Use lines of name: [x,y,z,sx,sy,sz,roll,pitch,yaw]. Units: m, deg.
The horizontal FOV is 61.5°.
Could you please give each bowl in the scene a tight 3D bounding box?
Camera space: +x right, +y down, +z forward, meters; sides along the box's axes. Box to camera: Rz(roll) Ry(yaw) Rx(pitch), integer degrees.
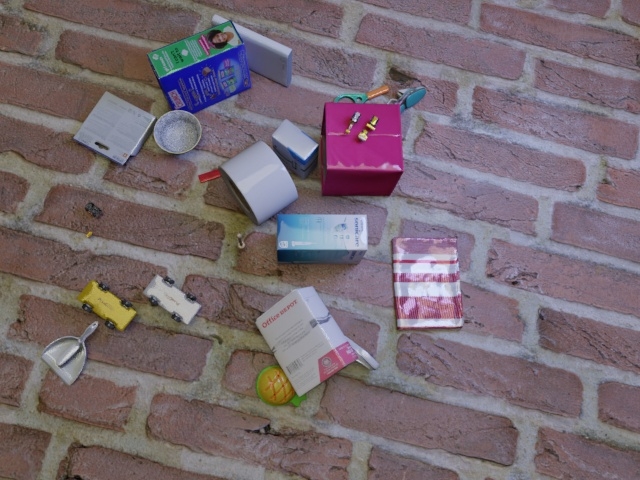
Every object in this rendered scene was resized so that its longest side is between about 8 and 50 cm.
bowl: [-0.513,-0.379,1.956,0.169,0.080,0.170,1,75,-4]

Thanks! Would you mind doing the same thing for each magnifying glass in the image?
magnifying glass: [0.157,-0.545,2.070,0.230,0.026,0.092,-24,77,-10]

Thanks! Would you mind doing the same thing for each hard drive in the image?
hard drive: [-0.251,-0.700,1.995,0.307,0.203,0.040,26,73,4]

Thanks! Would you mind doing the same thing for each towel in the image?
towel: [0.375,0.147,1.888,0.236,0.037,0.330,0,75,-3]

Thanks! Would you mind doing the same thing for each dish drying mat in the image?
dish drying mat: [-0.402,-0.236,1.961,0.083,0.008,0.032,-20,76,-7]

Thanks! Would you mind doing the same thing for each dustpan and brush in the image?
dustpan and brush: [-0.797,0.347,1.749,0.147,0.060,0.211,41,76,8]

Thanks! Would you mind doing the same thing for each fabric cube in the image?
fabric cube: [0.136,-0.314,1.887,0.257,0.254,0.260,0,74,-3]

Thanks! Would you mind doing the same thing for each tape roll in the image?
tape roll: [-0.212,-0.196,1.839,0.169,0.246,0.246,-36,80,-11]

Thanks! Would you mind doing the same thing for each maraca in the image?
maraca: [-0.123,0.474,1.741,0.185,0.099,0.127,18,73,-25]

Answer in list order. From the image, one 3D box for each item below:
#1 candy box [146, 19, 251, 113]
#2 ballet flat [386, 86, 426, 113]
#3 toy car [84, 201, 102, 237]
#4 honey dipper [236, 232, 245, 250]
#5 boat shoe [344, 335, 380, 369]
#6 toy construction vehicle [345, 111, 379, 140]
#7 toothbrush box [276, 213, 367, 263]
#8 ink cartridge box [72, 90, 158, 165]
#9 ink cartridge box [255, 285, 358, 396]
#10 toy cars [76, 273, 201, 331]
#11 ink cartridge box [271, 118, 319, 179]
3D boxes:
candy box: [-0.423,-0.602,1.925,0.317,0.268,0.122,-28,75,-10]
ballet flat: [0.306,-0.528,2.056,0.221,0.077,0.079,-44,62,-13]
toy car: [-0.808,-0.071,1.873,0.060,0.040,0.122,24,71,-19]
honey dipper: [-0.272,0.002,1.824,0.030,0.161,0.031,1,73,-4]
boat shoe: [0.074,0.365,1.790,0.258,0.095,0.084,33,80,17]
toy construction vehicle: [0.135,-0.375,1.760,0.085,0.035,0.098,28,76,-7]
toothbrush box: [0.000,0.000,1.813,0.295,0.216,0.126,1,75,-2]
ink cartridge box: [-0.748,-0.404,1.966,0.223,0.045,0.224,28,76,5]
ink cartridge box: [-0.046,0.317,1.723,0.207,0.117,0.283,-39,75,23]
toy cars: [-0.595,0.209,1.792,0.392,0.087,0.177,-4,80,-8]
ink cartridge box: [-0.088,-0.315,1.901,0.148,0.203,0.086,37,78,7]
